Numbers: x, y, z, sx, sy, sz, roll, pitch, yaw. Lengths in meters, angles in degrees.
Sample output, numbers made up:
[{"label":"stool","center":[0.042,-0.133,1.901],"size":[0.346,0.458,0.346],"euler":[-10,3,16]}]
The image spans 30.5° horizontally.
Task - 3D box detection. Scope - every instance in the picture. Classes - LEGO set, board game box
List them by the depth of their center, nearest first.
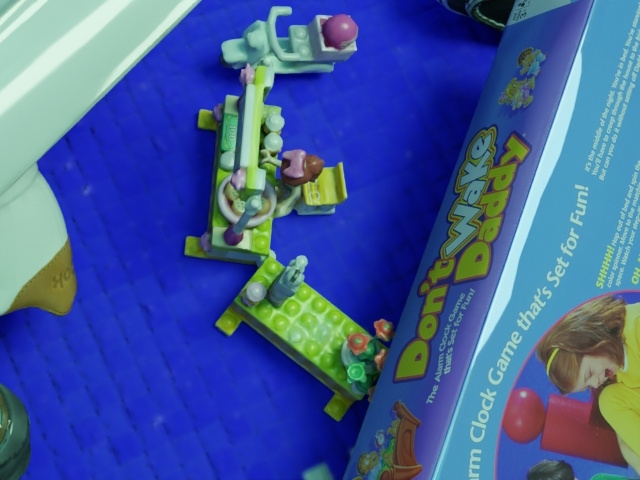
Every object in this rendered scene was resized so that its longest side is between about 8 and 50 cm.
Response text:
[{"label":"board game box","center":[0.167,0.052,0.654],"size":[0.233,0.078,0.347],"euler":[28,74,-24]},{"label":"LEGO set","center":[0.000,0.000,0.658],"size":[0.132,0.107,0.287],"euler":[-15,79,-18]}]

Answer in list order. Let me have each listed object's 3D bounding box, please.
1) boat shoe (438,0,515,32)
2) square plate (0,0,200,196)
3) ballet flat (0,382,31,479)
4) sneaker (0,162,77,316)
[{"label":"boat shoe","center":[0.213,-0.138,0.761],"size":[0.301,0.108,0.102],"euler":[4,72,-21]},{"label":"square plate","center":[-0.282,-0.110,0.574],"size":[0.347,0.049,0.344],"euler":[31,66,22]},{"label":"ballet flat","center":[-0.234,0.127,0.574],"size":[0.203,0.074,0.074],"euler":[-21,81,-3]},{"label":"sneaker","center":[-0.257,0.057,0.580],"size":[0.290,0.106,0.123],"euler":[-24,118,-5]}]
